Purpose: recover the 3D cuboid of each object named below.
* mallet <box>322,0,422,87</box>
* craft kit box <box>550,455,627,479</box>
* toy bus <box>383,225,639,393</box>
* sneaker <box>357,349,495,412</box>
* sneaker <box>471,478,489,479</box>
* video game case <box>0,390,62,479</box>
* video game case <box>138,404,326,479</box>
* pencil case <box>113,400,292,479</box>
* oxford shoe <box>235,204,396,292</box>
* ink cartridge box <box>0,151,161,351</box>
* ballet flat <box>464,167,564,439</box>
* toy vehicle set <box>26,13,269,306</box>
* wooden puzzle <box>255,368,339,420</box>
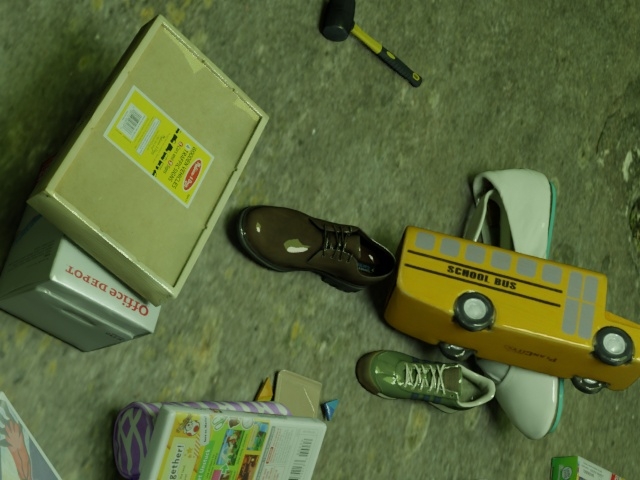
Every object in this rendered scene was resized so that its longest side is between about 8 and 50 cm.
[{"bbox_3d":[0.073,-0.260,1.637,0.189,0.039,0.062,40,54,-31],"label":"mallet"},{"bbox_3d":[0.417,0.466,1.714,0.250,0.061,0.247,28,63,-33],"label":"craft kit box"},{"bbox_3d":[0.252,0.091,1.520,0.332,0.108,0.130,14,60,-1],"label":"toy bus"},{"bbox_3d":[0.145,0.177,1.531,0.192,0.086,0.064,22,64,-36],"label":"sneaker"},{"bbox_3d":[0.193,0.452,1.491,0.118,0.110,0.292,-1,70,-34],"label":"sneaker"},{"bbox_3d":[-0.273,0.269,1.080,0.183,0.023,0.201,-86,156,-55],"label":"video game case"},{"bbox_3d":[-0.108,0.287,1.246,0.206,0.026,0.227,12,98,-39],"label":"video game case"},{"bbox_3d":[-0.122,0.217,1.284,0.206,0.086,0.088,7,81,-38],"label":"pencil case"},{"bbox_3d":[0.000,0.000,1.450,0.227,0.096,0.083,16,69,-36],"label":"oxford shoe"},{"bbox_3d":[-0.231,0.005,1.217,0.128,0.127,0.176,33,55,-31],"label":"ink cartridge box"},{"bbox_3d":[0.254,0.077,1.650,0.139,0.139,0.400,23,59,-35],"label":"ballet flat"},{"bbox_3d":[-0.163,-0.085,1.195,0.166,0.035,0.267,43,48,-23],"label":"toy vehicle set"},{"bbox_3d":[-0.031,0.197,1.419,0.116,0.014,0.079,32,62,-31],"label":"wooden puzzle"}]
